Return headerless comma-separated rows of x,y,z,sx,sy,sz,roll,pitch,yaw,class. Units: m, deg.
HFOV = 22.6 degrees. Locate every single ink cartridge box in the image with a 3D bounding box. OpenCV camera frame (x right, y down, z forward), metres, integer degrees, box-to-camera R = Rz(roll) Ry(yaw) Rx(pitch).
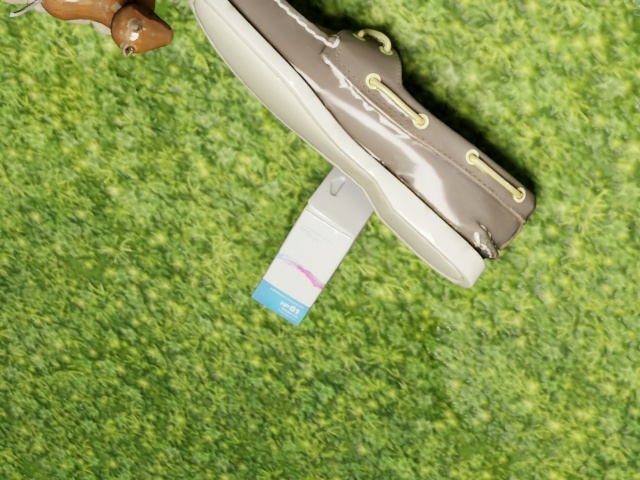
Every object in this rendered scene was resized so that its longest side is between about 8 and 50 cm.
0.000,0.000,1.369,0.052,0.088,0.122,32,132,2,ink cartridge box

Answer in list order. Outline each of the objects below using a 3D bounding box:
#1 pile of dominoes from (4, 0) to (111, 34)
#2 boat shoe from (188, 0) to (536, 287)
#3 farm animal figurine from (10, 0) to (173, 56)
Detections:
-0.274,-0.275,1.329,0.251,0.040,0.196,19,150,15,pile of dominoes
0.034,-0.106,1.268,0.324,0.097,0.116,45,172,-5,boat shoe
-0.167,-0.271,1.100,0.327,0.172,0.330,31,129,-12,farm animal figurine
